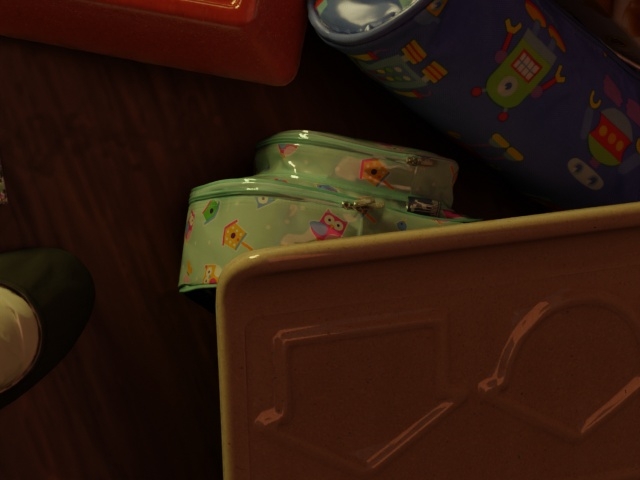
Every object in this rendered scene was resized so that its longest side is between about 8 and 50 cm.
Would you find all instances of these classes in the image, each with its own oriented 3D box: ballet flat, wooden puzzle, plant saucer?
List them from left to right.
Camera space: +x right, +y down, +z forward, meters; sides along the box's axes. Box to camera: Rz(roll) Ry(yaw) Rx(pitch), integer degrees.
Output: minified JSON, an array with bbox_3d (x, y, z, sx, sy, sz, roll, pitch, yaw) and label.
[{"bbox_3d":[-0.266,0.092,1.168,0.280,0.096,0.095,-30,98,-15],"label":"ballet flat"},{"bbox_3d":[-0.119,-0.252,1.185,0.258,0.048,0.259,11,86,8],"label":"plant saucer"},{"bbox_3d":[0.086,0.144,1.146,0.322,0.080,0.347,-7,110,-20],"label":"wooden puzzle"}]

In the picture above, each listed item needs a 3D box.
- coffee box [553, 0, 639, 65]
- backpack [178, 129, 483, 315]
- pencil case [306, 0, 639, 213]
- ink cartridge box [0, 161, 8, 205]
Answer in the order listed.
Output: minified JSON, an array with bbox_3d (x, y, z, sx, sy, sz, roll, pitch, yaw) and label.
[{"bbox_3d":[0.172,-0.247,1.250,0.246,0.098,0.141,36,79,-42],"label":"coffee box"},{"bbox_3d":[0.000,0.000,1.213,0.188,0.166,0.144,2,87,-21],"label":"backpack"},{"bbox_3d":[0.131,-0.117,1.224,0.306,0.119,0.133,33,103,-40],"label":"pencil case"},{"bbox_3d":[-0.272,-0.044,1.200,0.115,0.029,0.063,-11,93,-17],"label":"ink cartridge box"}]
